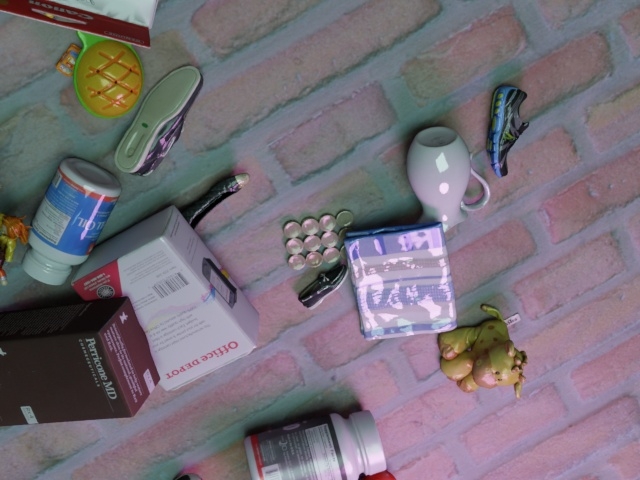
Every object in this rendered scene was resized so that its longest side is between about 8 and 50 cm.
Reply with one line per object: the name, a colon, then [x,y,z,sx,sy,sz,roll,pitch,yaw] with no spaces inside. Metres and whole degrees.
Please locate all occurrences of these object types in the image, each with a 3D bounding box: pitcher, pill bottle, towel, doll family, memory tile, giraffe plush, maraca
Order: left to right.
doll family: [-0.611,-0.046,1.741,0.118,0.163,0.263,-36,89,-38]
pill bottle: [-0.471,-0.032,1.802,0.124,0.124,0.221,24,107,-20]
maraca: [-0.378,-0.309,1.713,0.127,0.099,0.185,-10,111,-29]
pill bottle: [-0.012,0.469,2.093,0.283,0.161,0.161,-14,115,-6]
memory tile: [0.000,0.000,1.974,0.148,0.012,0.113,-12,115,-7]
towel: [0.167,0.089,1.986,0.209,0.034,0.285,-7,126,8]
pitcher: [0.260,-0.127,1.922,0.178,0.125,0.207,-24,128,-19]
giraffe plush: [0.373,0.261,2.076,0.210,0.170,0.181,-43,114,8]

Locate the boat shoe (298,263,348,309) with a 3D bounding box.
boat shoe: [0.005,0.091,1.998,0.125,0.046,0.038,-43,119,17]

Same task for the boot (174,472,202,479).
boot: [-0.277,0.630,2.153,0.176,0.088,0.244,23,115,-20]

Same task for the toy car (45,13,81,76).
toy car: [-0.468,-0.348,1.710,0.060,0.040,0.122,-33,116,4]

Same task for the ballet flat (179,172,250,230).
ballet flat: [-0.204,-0.074,1.871,0.173,0.057,0.049,-35,71,12]

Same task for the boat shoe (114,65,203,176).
boat shoe: [-0.292,-0.221,1.795,0.233,0.084,0.079,-55,150,6]

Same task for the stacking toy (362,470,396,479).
stacking toy: [0.021,0.601,2.179,0.331,0.141,0.141,-13,115,-10]

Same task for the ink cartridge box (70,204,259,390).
ink cartridge box: [-0.294,0.116,1.874,0.226,0.131,0.306,-26,119,18]

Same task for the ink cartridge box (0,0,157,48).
ink cartridge box: [-0.416,-0.408,1.573,0.296,0.261,0.066,12,111,-16]

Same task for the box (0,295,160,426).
box: [-0.518,0.235,1.818,0.382,0.143,0.191,-9,113,18]

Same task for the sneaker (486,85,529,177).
sneaker: [0.377,-0.214,1.927,0.078,0.067,0.188,3,110,-6]
